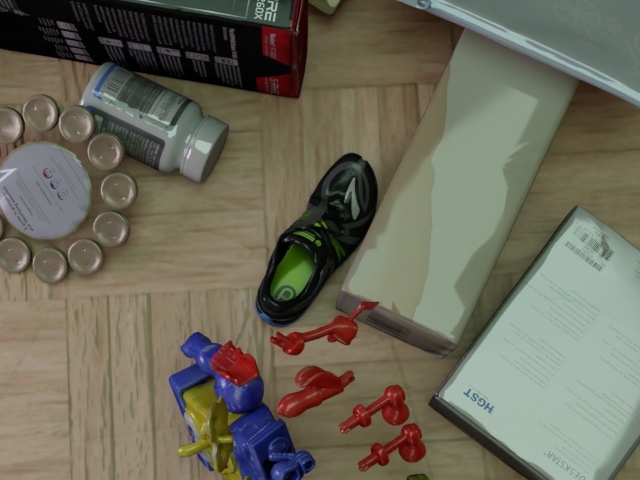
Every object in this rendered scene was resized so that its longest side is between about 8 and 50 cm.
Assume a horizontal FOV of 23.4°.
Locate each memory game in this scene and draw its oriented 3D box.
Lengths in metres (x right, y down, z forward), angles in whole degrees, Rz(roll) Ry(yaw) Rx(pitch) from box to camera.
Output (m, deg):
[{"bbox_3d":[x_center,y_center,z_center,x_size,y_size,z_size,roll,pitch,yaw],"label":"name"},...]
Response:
[{"bbox_3d":[-0.266,-0.048,1.500,0.186,0.012,0.186,2,102,10],"label":"memory game"}]

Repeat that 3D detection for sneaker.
[{"bbox_3d":[0.000,0.000,1.497,0.067,0.078,0.188,31,80,4],"label":"sneaker"}]

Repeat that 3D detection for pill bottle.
[{"bbox_3d":[-0.164,-0.113,1.515,0.137,0.078,0.078,26,81,3],"label":"pill bottle"}]

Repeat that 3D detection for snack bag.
[{"bbox_3d":[0.229,-0.267,1.484,0.323,0.037,0.342,25,46,2],"label":"snack bag"}]

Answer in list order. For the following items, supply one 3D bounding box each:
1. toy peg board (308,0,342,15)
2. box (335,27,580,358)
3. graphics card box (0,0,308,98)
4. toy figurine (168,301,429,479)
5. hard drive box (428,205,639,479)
[{"bbox_3d":[-0.007,-0.335,1.568,0.161,0.079,0.161,34,97,5],"label":"toy peg board"},{"bbox_3d":[0.135,-0.056,1.477,0.121,0.148,0.311,25,79,3],"label":"box"},{"bbox_3d":[-0.195,-0.231,1.457,0.370,0.233,0.094,9,81,1],"label":"graphics card box"},{"bbox_3d":[-0.040,0.188,1.442,0.191,0.217,0.363,-33,126,-20],"label":"toy figurine"},{"bbox_3d":[0.244,0.115,1.475,0.181,0.089,0.232,38,81,6],"label":"hard drive box"}]
